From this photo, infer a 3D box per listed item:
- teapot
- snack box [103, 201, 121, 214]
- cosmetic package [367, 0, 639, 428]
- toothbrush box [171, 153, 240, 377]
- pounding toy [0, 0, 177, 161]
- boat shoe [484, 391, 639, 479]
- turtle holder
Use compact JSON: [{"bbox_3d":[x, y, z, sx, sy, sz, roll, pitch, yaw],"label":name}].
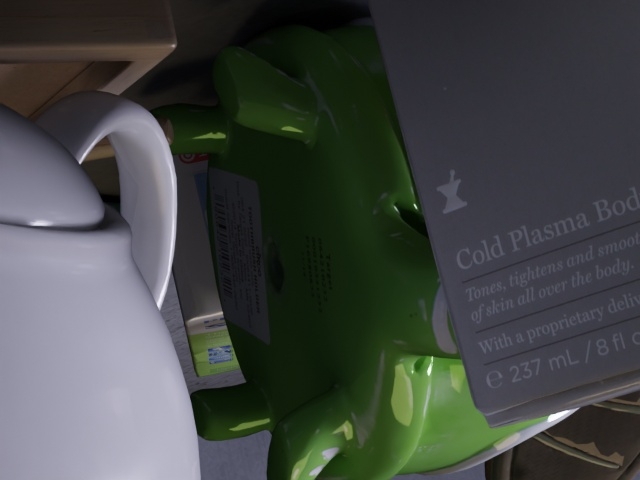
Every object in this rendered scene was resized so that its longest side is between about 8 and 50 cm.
[{"bbox_3d":[-0.134,0.026,0.443,0.252,0.187,0.256,15,-175,-22],"label":"teapot"},{"bbox_3d":[-0.289,0.042,1.156,0.322,0.060,0.187,-19,169,27],"label":"snack box"},{"bbox_3d":[0.092,-0.074,0.537,0.127,0.238,0.107,-23,169,30],"label":"cosmetic package"},{"bbox_3d":[0.000,0.000,1.133,0.206,0.122,0.283,-12,171,-5],"label":"toothbrush box"},{"bbox_3d":[-0.138,-0.076,0.615,0.181,0.094,0.206,-6,167,-35],"label":"pounding toy"},{"bbox_3d":[0.171,0.024,1.025,0.110,0.307,0.104,17,-172,-22],"label":"boat shoe"},{"bbox_3d":[0.060,-0.010,0.836,0.227,0.243,0.320,-8,160,-20],"label":"turtle holder"}]
